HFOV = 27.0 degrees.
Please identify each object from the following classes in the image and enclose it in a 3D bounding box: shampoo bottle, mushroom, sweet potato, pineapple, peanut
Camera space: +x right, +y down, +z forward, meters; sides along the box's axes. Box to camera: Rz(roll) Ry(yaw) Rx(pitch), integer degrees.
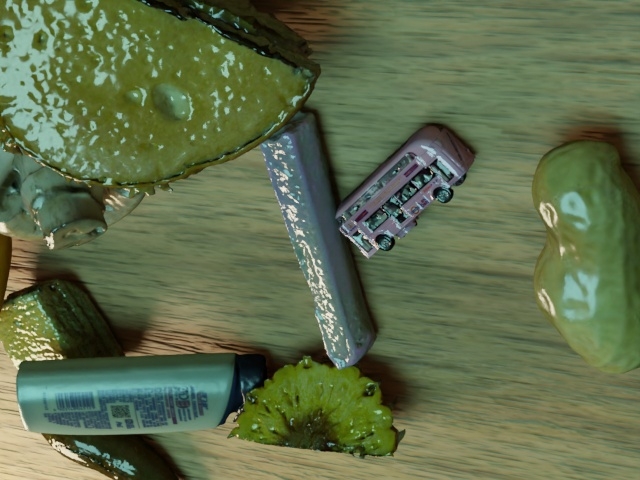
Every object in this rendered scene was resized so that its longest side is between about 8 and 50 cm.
[{"bbox_3d":[-0.257,0.230,1.961,0.360,0.078,0.134,-2,125,0],"label":"shampoo bottle"},{"bbox_3d":[-0.320,-0.078,1.764,0.254,0.189,0.195,-32,64,21],"label":"mushroom"},{"bbox_3d":[-0.328,0.348,2.171,0.286,0.085,0.112,27,166,-7],"label":"sweet potato"},{"bbox_3d":[0.019,0.237,1.910,0.250,0.164,0.139,0,81,29],"label":"pineapple"},{"bbox_3d":[0.319,0.027,1.566,0.148,0.147,0.318,-2,125,28],"label":"peanut"}]

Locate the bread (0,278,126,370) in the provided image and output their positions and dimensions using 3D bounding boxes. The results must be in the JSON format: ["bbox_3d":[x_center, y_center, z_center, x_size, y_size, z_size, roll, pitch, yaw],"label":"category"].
[{"bbox_3d":[-0.403,0.150,2.041,0.138,0.102,0.196,-19,110,33],"label":"bread"}]

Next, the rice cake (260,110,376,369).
[{"bbox_3d":[0.001,0.000,1.746,0.064,0.070,0.399,4,126,32],"label":"rice cake"}]

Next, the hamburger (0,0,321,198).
[{"bbox_3d":[-0.252,-0.200,1.542,0.446,0.268,0.287,21,110,-14],"label":"hamburger"}]

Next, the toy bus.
[{"bbox_3d":[0.103,-0.061,1.661,0.090,0.063,0.203,43,129,-4],"label":"toy bus"}]

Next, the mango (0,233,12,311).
[{"bbox_3d":[-0.525,0.024,1.957,0.187,0.138,0.257,25,120,36],"label":"mango"}]
